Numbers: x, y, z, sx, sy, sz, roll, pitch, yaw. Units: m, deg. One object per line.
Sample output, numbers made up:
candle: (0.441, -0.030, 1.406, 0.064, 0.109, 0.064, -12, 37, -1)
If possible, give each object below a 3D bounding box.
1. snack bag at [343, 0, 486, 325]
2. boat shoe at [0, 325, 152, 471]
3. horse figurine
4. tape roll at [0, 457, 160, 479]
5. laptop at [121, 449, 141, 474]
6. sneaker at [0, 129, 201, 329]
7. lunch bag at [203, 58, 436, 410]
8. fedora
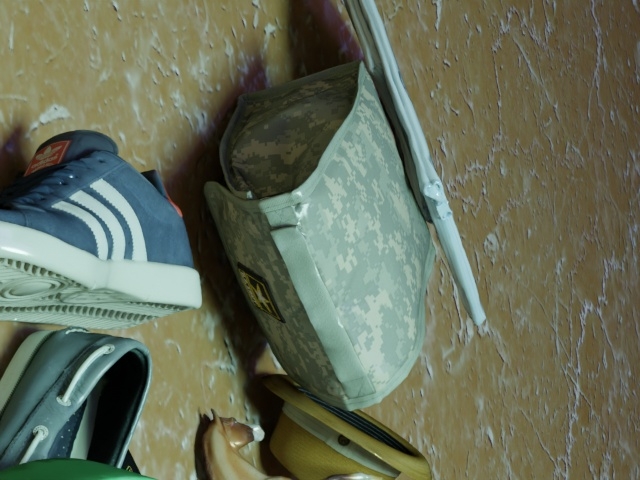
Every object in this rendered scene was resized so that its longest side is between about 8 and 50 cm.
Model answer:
snack bag: (0.095, -0.103, 2.038, 0.323, 0.037, 0.342, 66, 5, -58)
boat shoe: (-0.209, 0.193, 1.411, 0.319, 0.099, 0.116, -73, 148, -41)
horse figurine: (-0.040, 0.298, 1.732, 0.174, 0.066, 0.263, 15, 77, -26)
tape roll: (-0.180, 0.317, 1.329, 0.321, 0.077, 0.321, -11, 105, -47)
laptop: (-0.106, 0.326, 1.546, 0.264, 0.137, 0.234, 68, 28, -28)
sneaker: (-0.212, -0.018, 1.462, 0.350, 0.131, 0.148, 18, 59, -69)
lunch bag: (0.000, 0.000, 1.808, 0.287, 0.169, 0.235, -78, 148, -62)
fedora: (0.014, 0.205, 1.852, 0.079, 0.194, 0.194, -59, 152, 4)
